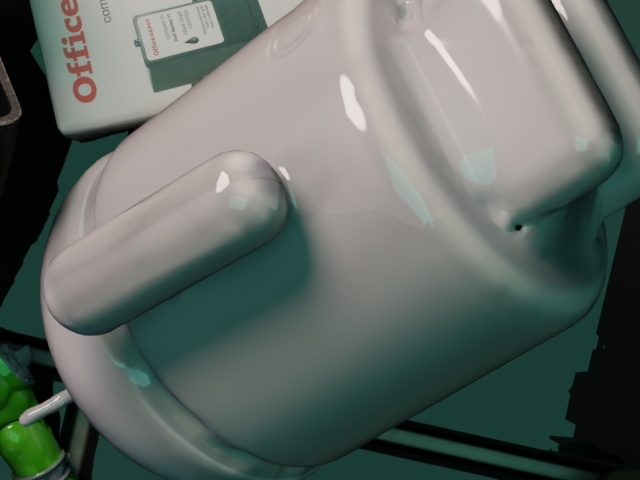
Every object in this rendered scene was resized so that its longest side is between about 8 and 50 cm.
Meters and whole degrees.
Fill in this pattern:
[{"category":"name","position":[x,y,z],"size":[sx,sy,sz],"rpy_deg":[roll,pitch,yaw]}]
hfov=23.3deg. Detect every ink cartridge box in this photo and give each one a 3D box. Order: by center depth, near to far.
[{"category":"ink cartridge box","position":[-0.060,-0.149,0.871],"size":[0.208,0.087,0.153],"rpy_deg":[-13,93,-4]}]

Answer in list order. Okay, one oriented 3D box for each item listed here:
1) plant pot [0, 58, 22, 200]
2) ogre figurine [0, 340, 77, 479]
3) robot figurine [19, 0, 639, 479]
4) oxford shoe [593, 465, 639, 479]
[{"category":"plant pot","position":[-0.265,-0.033,0.793],"size":[0.187,0.188,0.167],"rpy_deg":[-4,124,-21]},{"category":"ogre figurine","position":[-0.230,0.112,0.864],"size":[0.197,0.097,0.118],"rpy_deg":[6,103,6]},{"category":"robot figurine","position":[0.000,0.000,0.780],"size":[0.353,0.300,0.199],"rpy_deg":[-34,70,29]},{"category":"oxford shoe","position":[0.053,0.227,0.880],"size":[0.348,0.123,0.130],"rpy_deg":[-39,89,-4]}]
